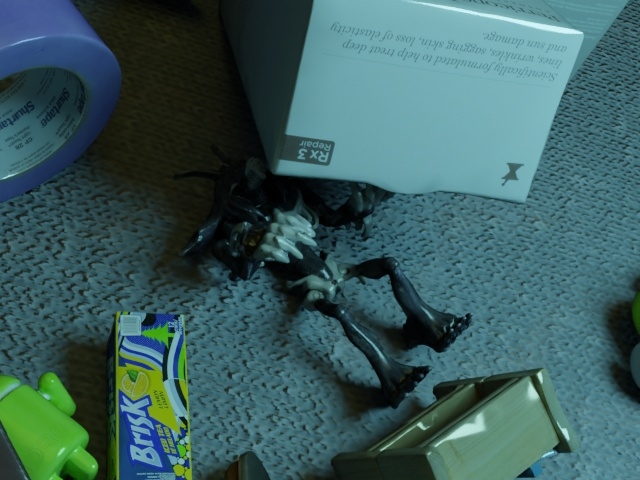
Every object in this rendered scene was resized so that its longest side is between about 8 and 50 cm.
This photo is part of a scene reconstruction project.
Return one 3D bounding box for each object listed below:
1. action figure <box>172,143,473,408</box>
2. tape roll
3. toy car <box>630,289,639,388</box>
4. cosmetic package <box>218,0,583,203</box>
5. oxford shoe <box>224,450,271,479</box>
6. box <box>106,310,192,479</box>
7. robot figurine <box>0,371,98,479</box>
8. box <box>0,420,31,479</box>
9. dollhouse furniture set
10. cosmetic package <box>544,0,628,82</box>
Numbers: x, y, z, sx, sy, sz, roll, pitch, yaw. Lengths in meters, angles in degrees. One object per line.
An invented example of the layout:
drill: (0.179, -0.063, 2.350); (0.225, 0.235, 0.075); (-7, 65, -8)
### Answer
action figure: (0.000, 0.000, 0.817); (0.275, 0.141, 0.164); (43, 55, 8)
tape roll: (-0.256, -0.115, 0.771); (0.189, 0.189, 0.080); (-28, 70, -33)
toy car: (0.378, 0.083, 0.894); (0.182, 0.136, 0.159); (31, 52, 3)
cosmetic package: (0.042, -0.194, 0.870); (0.217, 0.156, 0.385); (5, 29, -18)
oxford shoe: (-0.062, 0.240, 0.674); (0.076, 0.076, 0.212); (-18, 43, 15)
box: (-0.127, 0.138, 0.722); (0.054, 0.059, 0.169); (5, 55, -18)
robot figurine: (-0.209, 0.139, 0.687); (0.115, 0.067, 0.101); (35, 60, 6)
box: (-0.216, 0.240, 0.542); (0.167, 0.168, 0.203); (-21, 60, -32)
dollhouse furniture set: (0.122, 0.212, 0.741); (0.129, 0.129, 0.184); (-27, 93, -33)
cosmetic package: (0.190, -0.209, 0.970); (0.127, 0.238, 0.107); (7, 57, -18)
